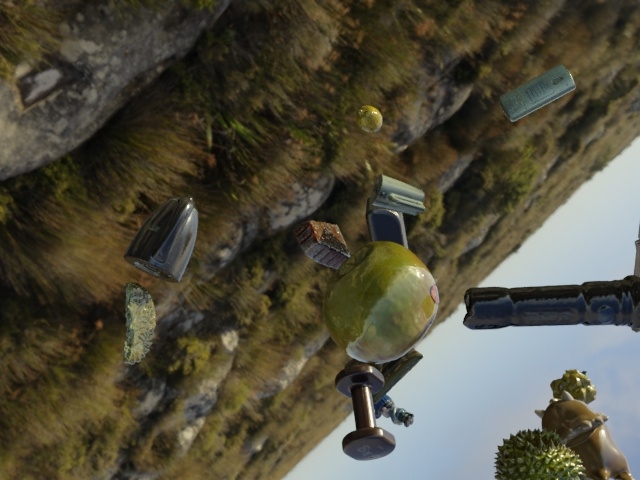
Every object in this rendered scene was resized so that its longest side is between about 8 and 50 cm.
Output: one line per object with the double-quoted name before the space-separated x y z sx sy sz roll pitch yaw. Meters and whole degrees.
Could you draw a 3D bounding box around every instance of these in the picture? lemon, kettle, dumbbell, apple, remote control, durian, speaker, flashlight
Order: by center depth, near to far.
"flashlight" 0.482 0.120 1.060 0.424 0.103 0.103 -3 168 7
"apple" 0.117 0.123 1.147 0.261 0.194 0.261 -41 -169 10
"durian" 0.494 0.554 1.264 0.176 0.200 0.237 -139 -126 -80
"dumbbell" 0.115 0.451 1.483 0.124 0.225 0.140 -29 130 22
"kettle" 0.242 -0.139 1.735 0.127 0.148 0.098 144 -38 -74
"remote control" 0.712 -0.486 1.858 0.233 0.098 0.038 -28 169 12
"lemon" 0.160 -0.407 1.874 0.082 0.082 0.110 -47 133 10
"kettle" -0.516 -0.024 1.949 0.268 0.207 0.290 -23 -139 65
"speaker" 0.290 0.026 2.093 0.184 0.388 0.180 -11 -159 10

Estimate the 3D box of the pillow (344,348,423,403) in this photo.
"pillow" 0.196 0.383 1.766 0.208 0.052 0.212 -41 -150 -5

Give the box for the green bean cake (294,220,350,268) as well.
"green bean cake" 0.000 0.000 2.110 0.097 0.198 0.232 -40 145 22

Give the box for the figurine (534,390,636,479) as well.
"figurine" 0.663 0.515 1.438 0.177 0.247 0.173 -26 139 30

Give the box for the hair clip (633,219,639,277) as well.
"hair clip" 1.028 0.054 1.754 0.101 0.085 0.331 -15 109 -30

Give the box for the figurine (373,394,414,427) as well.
"figurine" 0.243 0.585 1.926 0.086 0.149 0.087 -13 110 -48

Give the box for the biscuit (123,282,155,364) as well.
"biscuit" -0.614 0.281 1.926 0.036 0.273 0.187 -4 173 10

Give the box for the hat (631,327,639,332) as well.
"hat" 0.850 0.137 1.396 0.214 0.245 0.149 -1 128 -7

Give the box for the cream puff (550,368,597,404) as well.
"cream puff" 0.916 0.554 2.046 0.156 0.121 0.156 -12 122 -20
